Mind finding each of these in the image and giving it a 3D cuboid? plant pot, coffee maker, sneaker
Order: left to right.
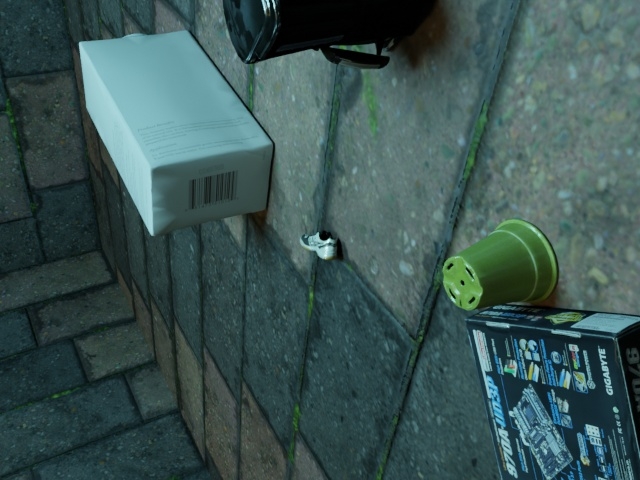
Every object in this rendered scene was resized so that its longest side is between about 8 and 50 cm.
[{"bbox_3d":[0.000,0.000,0.941,0.083,0.032,0.036,27,114,50],"label":"sneaker"},{"bbox_3d":[0.009,-0.251,0.608,0.120,0.178,0.171,59,150,26],"label":"coffee maker"},{"bbox_3d":[0.158,0.030,0.588,0.083,0.079,0.083,41,140,48],"label":"plant pot"}]

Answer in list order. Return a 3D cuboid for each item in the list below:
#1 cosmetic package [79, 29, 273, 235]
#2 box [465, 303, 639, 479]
[{"bbox_3d":[-0.265,-0.207,1.127,0.385,0.217,0.156,55,148,36],"label":"cosmetic package"},{"bbox_3d":[0.226,0.172,0.570,0.175,0.051,0.220,-5,101,63],"label":"box"}]
